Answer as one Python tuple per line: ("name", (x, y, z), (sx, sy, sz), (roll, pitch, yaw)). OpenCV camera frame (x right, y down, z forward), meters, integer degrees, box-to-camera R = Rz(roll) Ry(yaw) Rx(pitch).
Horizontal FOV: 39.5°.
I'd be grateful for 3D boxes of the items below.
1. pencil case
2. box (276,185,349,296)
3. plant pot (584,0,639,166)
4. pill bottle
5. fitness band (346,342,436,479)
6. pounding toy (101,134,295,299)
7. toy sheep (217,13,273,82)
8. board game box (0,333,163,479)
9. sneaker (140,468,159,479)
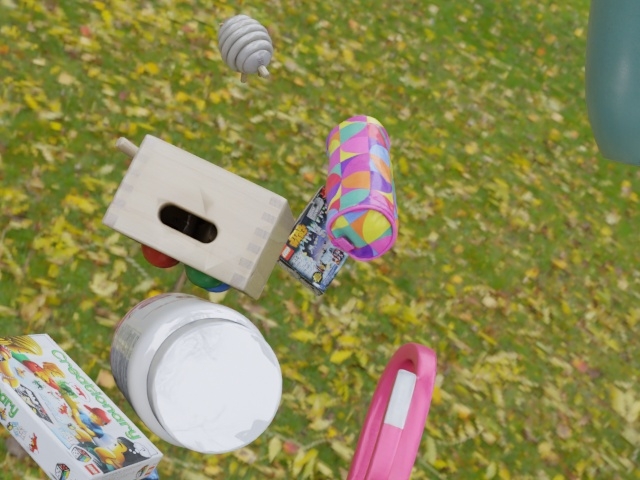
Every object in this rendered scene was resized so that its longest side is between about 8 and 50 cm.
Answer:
("pencil case", (0.054, -0.076, 1.234), (0.104, 0.104, 0.236), (19, 35, -13))
("box", (0.000, 0.000, 1.303), (0.094, 0.027, 0.137), (39, 64, -9))
("plant pot", (0.438, -0.191, 1.020), (0.292, 0.235, 0.293), (10, 10, -2))
("pill bottle", (-0.147, 0.147, 1.024), (0.160, 0.161, 0.283), (14, -4, -19))
("fitness band", (0.087, 0.274, 1.199), (0.054, 0.209, 0.291), (21, 67, 0))
("pounding toy", (-0.124, -0.017, 0.802), (0.181, 0.094, 0.206), (25, -6, 4))
("toy sheep", (-0.114, -0.296, 1.374), (0.091, 0.091, 0.132), (-16, 59, -46))
("board game box", (-0.408, 0.265, 1.385), (0.305, 0.053, 0.193), (40, 12, 18))
("sneaker", (-0.352, 0.433, 1.441), (0.209, 0.069, 0.082), (-43, 60, -10))
